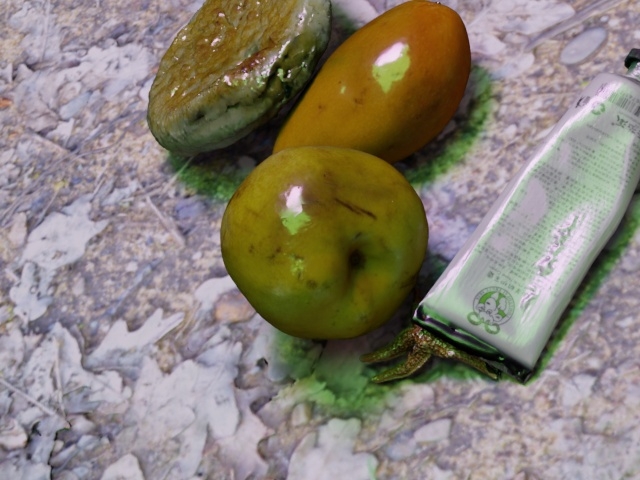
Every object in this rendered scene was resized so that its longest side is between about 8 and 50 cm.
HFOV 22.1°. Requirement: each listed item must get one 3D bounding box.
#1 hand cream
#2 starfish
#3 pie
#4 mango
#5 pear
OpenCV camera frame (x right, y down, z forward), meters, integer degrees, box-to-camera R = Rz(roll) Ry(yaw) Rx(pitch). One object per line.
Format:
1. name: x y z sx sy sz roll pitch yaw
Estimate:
1. hand cream: 0.224 -0.032 1.528 0.121 0.076 0.336 31 79 17
2. starfish: 0.114 0.091 1.529 0.130 0.041 0.133 27 76 36
3. pie: -0.081 -0.206 1.761 0.277 0.078 0.277 -35 31 25
4. mango: 0.052 -0.136 1.661 0.253 0.113 0.138 -43 65 8
5. pear: 0.000 0.000 1.561 0.200 0.200 0.200 -14 55 20
